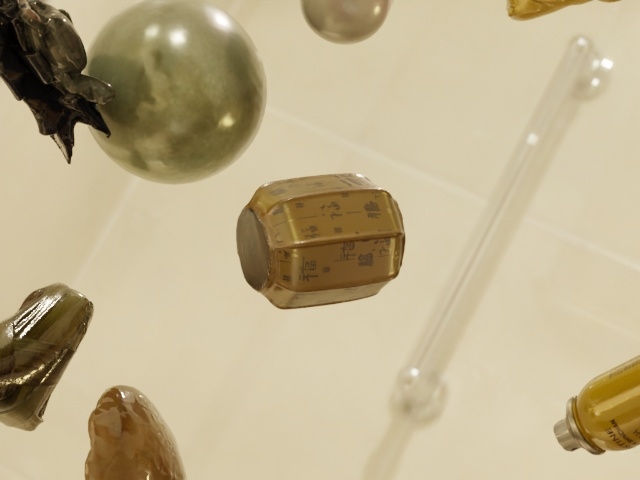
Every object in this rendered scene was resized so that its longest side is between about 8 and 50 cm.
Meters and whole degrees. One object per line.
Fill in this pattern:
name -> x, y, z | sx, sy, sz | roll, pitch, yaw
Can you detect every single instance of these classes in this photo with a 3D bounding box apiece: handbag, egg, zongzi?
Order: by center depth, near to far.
handbag -> -0.370, -0.264, 1.644 | 0.269, 0.118, 0.326 | 52, -6, 38
egg -> -0.204, -0.213, 1.868 | 0.258, 0.258, 0.352 | 32, 20, -18
zongzi -> -0.438, 0.140, 1.910 | 0.112, 0.221, 0.242 | 21, -14, 25

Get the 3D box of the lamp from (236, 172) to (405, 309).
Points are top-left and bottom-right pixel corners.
lamp -> 0.000, 0.000, 1.619 | 0.185, 0.161, 0.161 | -7, 3, -24

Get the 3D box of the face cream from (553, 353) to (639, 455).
face cream -> 0.444, 0.181, 1.698 | 0.348, 0.105, 0.105 | -33, -53, 32

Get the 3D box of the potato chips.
potato chips -> -0.207, 0.269, 1.611 | 0.061, 0.195, 0.208 | -14, -69, 18

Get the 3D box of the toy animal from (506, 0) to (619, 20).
toy animal -> 0.317, -0.324, 1.728 | 0.159, 0.070, 0.083 | -5, 11, 11

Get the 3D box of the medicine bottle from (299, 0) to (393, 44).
medicine bottle -> 0.057, -0.393, 1.917 | 0.130, 0.341, 0.130 | 6, -54, 9
